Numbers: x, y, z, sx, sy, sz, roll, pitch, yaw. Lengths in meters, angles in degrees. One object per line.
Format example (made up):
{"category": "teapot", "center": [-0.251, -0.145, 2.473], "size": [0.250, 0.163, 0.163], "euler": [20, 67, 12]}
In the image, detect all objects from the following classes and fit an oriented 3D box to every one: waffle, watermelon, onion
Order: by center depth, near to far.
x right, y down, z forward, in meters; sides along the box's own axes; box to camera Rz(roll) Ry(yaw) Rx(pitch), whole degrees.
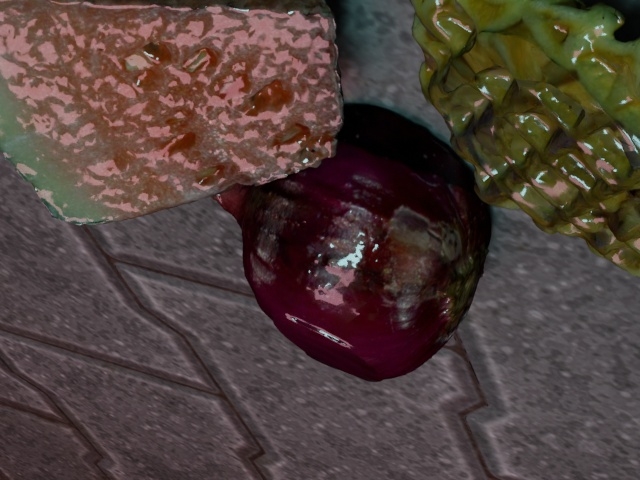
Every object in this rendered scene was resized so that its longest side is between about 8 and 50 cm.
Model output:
{"category": "waffle", "center": [0.135, -0.053, 0.813], "size": [0.223, 0.054, 0.204], "euler": [28, 159, 41]}
{"category": "watermelon", "center": [-0.087, -0.115, 0.908], "size": [0.256, 0.140, 0.193], "euler": [1, 140, 27]}
{"category": "onion", "center": [0.000, 0.000, 1.019], "size": [0.218, 0.140, 0.195], "euler": [21, 161, 21]}
